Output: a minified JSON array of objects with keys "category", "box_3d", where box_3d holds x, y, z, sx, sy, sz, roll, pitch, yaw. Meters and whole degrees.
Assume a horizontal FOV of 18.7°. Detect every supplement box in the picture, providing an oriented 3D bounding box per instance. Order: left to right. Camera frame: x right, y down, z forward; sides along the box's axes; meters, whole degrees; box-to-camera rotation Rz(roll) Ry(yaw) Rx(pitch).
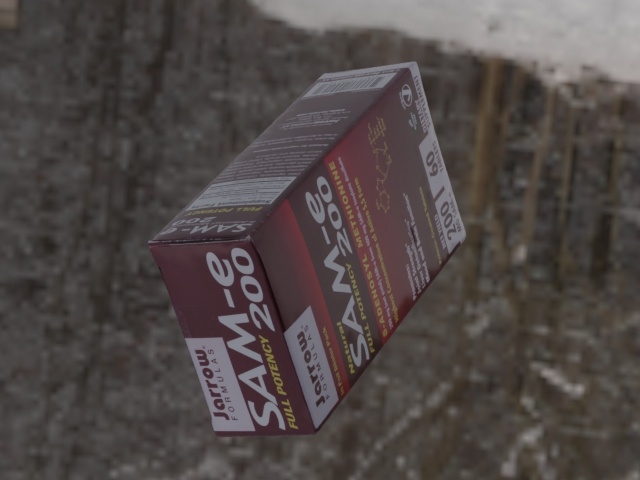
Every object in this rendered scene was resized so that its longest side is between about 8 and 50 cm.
[{"category":"supplement box","box_3d":[0.000,0.000,1.162,0.073,0.130,0.239,-4,-154,30]}]
